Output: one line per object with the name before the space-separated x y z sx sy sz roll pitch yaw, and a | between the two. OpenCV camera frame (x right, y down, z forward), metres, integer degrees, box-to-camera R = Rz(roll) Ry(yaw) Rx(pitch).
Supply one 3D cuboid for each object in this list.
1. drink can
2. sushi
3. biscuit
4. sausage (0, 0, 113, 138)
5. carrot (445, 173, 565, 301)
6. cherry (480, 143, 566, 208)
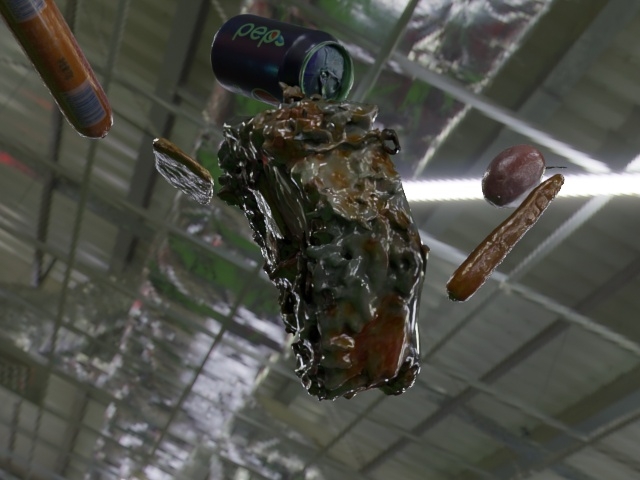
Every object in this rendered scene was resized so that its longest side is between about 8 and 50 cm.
drink can | -0.054 -0.243 1.495 0.205 0.118 0.118 22 -24 46
sushi | -0.002 -0.003 1.366 0.417 0.175 0.417 161 -90 -76
biscuit | -0.222 -0.112 1.761 0.118 0.029 0.247 34 -10 -2
sausage | -0.280 -0.209 1.088 0.053 0.053 0.348 14 -26 20
carrot | 0.260 -0.007 1.511 0.043 0.248 0.043 40 -15 13
cherry | 0.304 -0.101 1.708 0.087 0.126 0.106 42 -60 36
